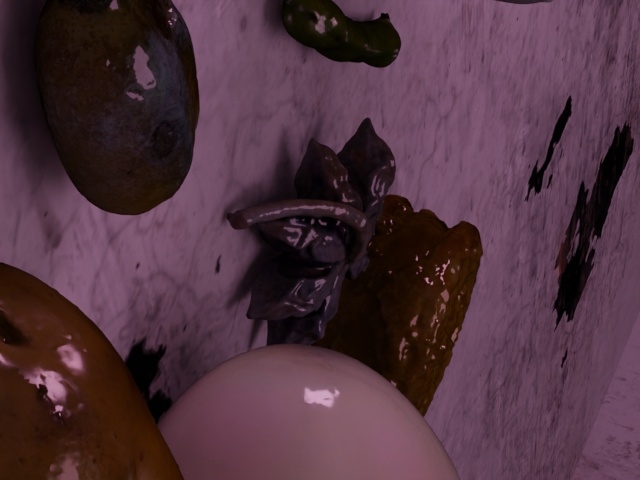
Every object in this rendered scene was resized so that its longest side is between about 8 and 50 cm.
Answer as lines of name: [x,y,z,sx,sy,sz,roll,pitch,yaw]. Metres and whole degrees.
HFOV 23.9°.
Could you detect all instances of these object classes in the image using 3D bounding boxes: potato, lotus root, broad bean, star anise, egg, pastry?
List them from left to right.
potato: [-0.146,0.136,0.823,0.369,0.196,0.176,64,39,-59]
lotus root: [-0.120,-0.099,0.881,0.192,0.088,0.113,80,17,-51]
egg: [-0.019,0.238,1.155,0.283,0.283,0.345,-47,136,-52]
star anise: [-0.001,0.000,1.302,0.230,0.081,0.262,-62,163,0]
broad bean: [0.023,-0.173,1.261,0.256,0.052,0.052,-11,103,-71]
pastry: [0.083,0.083,1.516,0.240,0.132,0.235,-49,149,-48]

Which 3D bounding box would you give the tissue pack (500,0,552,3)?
tissue pack: [0.149,-0.352,1.185,0.333,0.229,0.236,-66,159,-18]
